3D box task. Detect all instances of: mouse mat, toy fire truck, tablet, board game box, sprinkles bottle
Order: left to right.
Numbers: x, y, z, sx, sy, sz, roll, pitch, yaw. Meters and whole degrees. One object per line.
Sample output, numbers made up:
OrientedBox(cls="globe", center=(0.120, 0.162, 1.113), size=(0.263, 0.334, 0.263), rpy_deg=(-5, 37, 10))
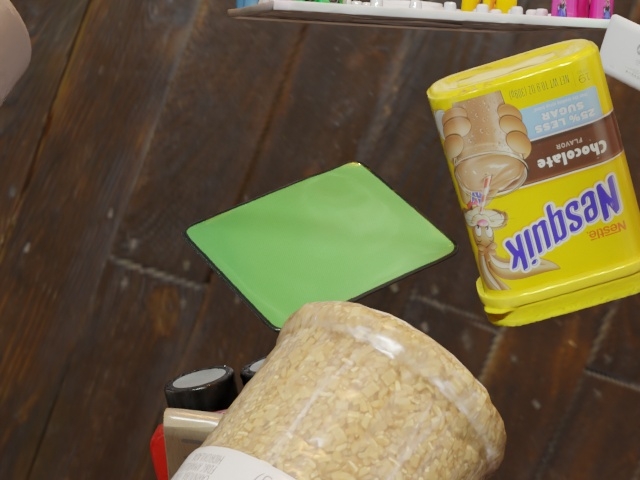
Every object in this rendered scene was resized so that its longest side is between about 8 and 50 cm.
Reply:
OrientedBox(cls="sprinkles bottle", center=(-0.058, 0.187, 0.546), size=(0.121, 0.121, 0.355), rpy_deg=(46, 60, -15))
OrientedBox(cls="toy fire truck", center=(-0.021, 0.145, 0.950), size=(0.217, 0.246, 0.158), rpy_deg=(-12, 101, 5))
OrientedBox(cls="mouse mat", center=(0.000, 0.000, 1.125), size=(0.189, 0.152, 0.007), rpy_deg=(-23, 137, -28))
OrientedBox(cls="board game box", center=(0.106, -0.286, 1.636), size=(0.390, 0.390, 0.050), rpy_deg=(2, 97, -12))
OrientedBox(cls="tablet", center=(0.282, -0.159, 1.192), size=(0.006, 0.083, 0.054), rpy_deg=(-15, 128, -42))

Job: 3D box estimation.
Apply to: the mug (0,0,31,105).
OrientedBox(cls="mug", center=(-0.606, -0.214, 1.699), size=(0.374, 0.276, 0.328), rpy_deg=(35, 61, -12))

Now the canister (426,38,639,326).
OrientedBox(cls="canister", center=(0.151, -0.040, 0.930), size=(0.126, 0.073, 0.170), rpy_deg=(-16, 107, 7))
